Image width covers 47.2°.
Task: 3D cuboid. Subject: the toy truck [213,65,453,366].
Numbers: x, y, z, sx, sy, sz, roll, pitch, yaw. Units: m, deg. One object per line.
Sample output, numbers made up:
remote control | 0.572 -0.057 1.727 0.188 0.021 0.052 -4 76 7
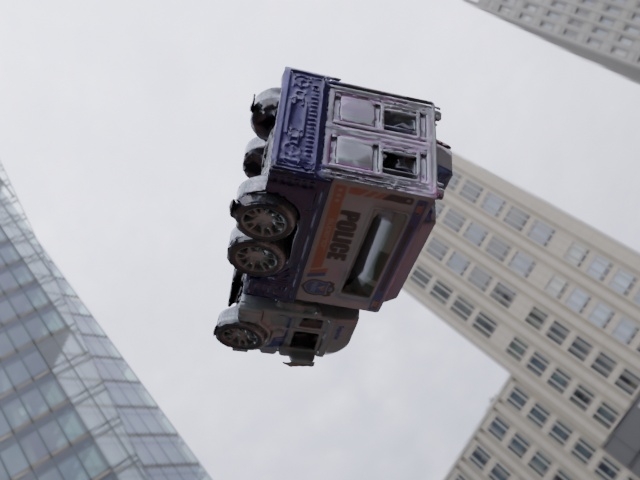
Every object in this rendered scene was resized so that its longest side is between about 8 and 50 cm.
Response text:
toy truck | 0.000 0.000 0.625 0.155 0.124 0.268 10 -38 -5
